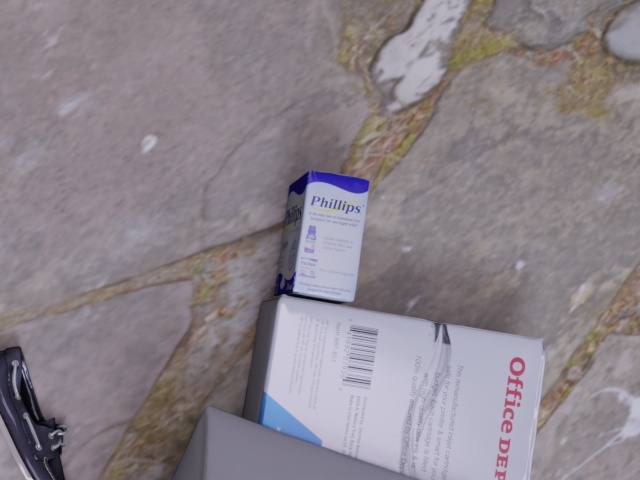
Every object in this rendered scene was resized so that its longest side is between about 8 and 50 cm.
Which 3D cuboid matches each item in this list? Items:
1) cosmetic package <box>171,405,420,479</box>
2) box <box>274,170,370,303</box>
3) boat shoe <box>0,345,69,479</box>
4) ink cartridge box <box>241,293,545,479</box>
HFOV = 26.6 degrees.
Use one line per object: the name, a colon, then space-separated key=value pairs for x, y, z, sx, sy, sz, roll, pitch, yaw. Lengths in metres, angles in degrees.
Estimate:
cosmetic package: x=-0.034 y=0.441 z=1.301 sx=0.329 sy=0.327 sz=0.393 roll=21 pitch=107 yaw=-11
box: x=0.000 y=0.000 z=1.514 sx=0.072 sy=0.126 sz=0.137 roll=10 pitch=83 yaw=-11
boat shoe: x=-0.303 y=0.209 z=1.453 sx=0.065 sy=0.075 sz=0.206 roll=-30 pitch=88 yaw=-11
ink cartridge box: x=0.074 y=0.196 z=1.512 sx=0.307 sy=0.129 sz=0.223 roll=10 pitch=83 yaw=-11
